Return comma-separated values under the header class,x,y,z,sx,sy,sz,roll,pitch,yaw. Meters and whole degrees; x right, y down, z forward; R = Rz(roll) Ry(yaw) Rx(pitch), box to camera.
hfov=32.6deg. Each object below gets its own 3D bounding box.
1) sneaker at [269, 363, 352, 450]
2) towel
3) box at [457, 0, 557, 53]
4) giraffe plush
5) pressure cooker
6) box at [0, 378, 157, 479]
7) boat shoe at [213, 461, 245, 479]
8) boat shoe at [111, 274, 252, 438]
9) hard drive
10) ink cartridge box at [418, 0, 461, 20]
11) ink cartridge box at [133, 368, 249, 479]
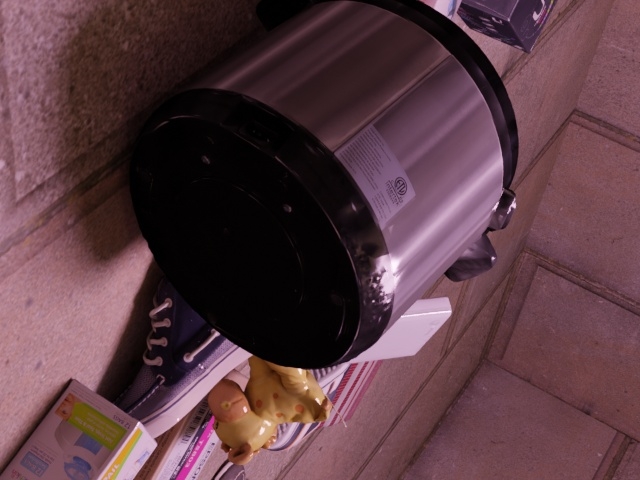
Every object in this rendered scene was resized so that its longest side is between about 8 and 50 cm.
class,x,y,z,sx,sy,sz,roll,pitch,yaw
sneaker,-0.023,0.270,2.143,0.321,0.126,0.127,-52,158,-6
towel,0.059,0.343,2.619,0.237,0.037,0.329,-62,161,6
box,0.346,-0.472,2.032,0.165,0.143,0.270,-64,162,6
giraffe plush,-0.090,0.233,1.597,0.171,0.210,0.181,-35,173,-4
pressure cooker,0.034,-0.091,1.318,0.420,0.376,0.369,-43,143,-37
box,-0.318,0.299,1.381,0.203,0.114,0.103,-54,160,-19
boat shoe,-0.217,0.591,2.116,0.335,0.096,0.112,-60,162,-6
boat shoe,-0.200,0.131,1.494,0.340,0.158,0.127,-40,-158,-2
hard drive,0.059,0.172,1.977,0.308,0.040,0.203,-4,153,-21
ink cartridge box,0.153,-0.372,1.775,0.261,0.066,0.296,-19,134,-66
ink cartridge box,-0.219,0.283,1.673,0.234,0.088,0.193,-61,161,-6
